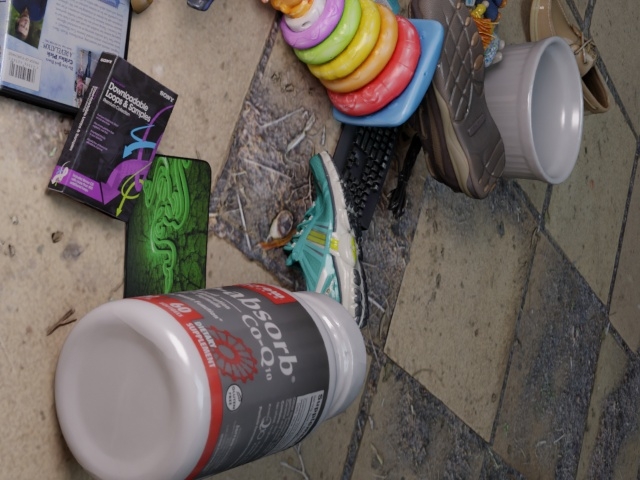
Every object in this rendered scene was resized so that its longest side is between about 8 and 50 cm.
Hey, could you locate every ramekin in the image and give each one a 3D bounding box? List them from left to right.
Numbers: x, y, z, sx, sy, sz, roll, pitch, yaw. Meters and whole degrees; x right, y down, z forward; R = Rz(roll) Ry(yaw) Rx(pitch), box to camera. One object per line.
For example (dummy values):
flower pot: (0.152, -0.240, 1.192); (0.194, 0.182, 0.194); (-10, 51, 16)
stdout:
ramekin: (0.389, -0.245, 2.100); (0.277, 0.135, 0.277); (-8, 99, -57)

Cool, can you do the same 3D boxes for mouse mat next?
mouse mat: (-0.185, -0.009, 1.351); (0.152, 0.007, 0.189); (2, 90, -57)

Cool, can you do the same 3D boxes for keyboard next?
keyboard: (0.107, -0.158, 1.751); (0.201, 0.033, 0.317); (43, 58, -43)

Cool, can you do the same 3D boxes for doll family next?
doll family: (0.268, -0.405, 1.914); (0.163, 0.118, 0.263); (22, 74, -55)

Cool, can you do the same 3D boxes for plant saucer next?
plant saucer: (-0.201, -0.300, 1.263); (0.083, 0.015, 0.083); (5, 90, -85)

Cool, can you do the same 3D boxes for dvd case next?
dvd case: (-0.269, -0.263, 1.189); (0.180, 0.022, 0.253); (12, 82, -58)

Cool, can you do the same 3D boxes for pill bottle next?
pill bottle: (-0.111, 0.157, 1.291); (0.363, 0.210, 0.210); (-5, 96, -57)

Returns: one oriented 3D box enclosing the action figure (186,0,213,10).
action figure: (-0.126, -0.457, 1.239); (0.341, 0.178, 0.330); (-59, 162, -7)

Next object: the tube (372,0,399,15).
tube: (0.052, -0.407, 1.647); (0.080, 0.052, 0.207); (-52, 137, -11)

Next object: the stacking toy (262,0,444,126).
stacking toy: (0.011, -0.293, 1.524); (0.302, 0.166, 0.175); (31, 78, -41)

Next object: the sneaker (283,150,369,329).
sneaker: (0.000, 0.000, 1.548); (0.107, 0.110, 0.275); (59, 25, -64)

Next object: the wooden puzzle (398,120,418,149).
wooden puzzle: (0.144, -0.194, 1.836); (0.116, 0.014, 0.078); (-43, 127, -47)

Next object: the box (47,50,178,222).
box: (-0.227, -0.113, 1.226); (0.116, 0.029, 0.162); (29, 78, -57)

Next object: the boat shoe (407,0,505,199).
boat shoe: (0.182, -0.220, 1.723); (0.132, 0.130, 0.355); (-42, 127, -39)

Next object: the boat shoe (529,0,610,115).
boat shoe: (0.528, -0.396, 2.323); (0.341, 0.110, 0.121); (54, 49, -44)
